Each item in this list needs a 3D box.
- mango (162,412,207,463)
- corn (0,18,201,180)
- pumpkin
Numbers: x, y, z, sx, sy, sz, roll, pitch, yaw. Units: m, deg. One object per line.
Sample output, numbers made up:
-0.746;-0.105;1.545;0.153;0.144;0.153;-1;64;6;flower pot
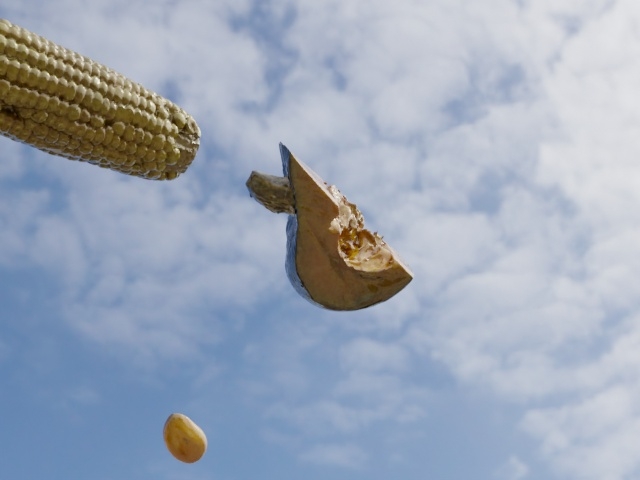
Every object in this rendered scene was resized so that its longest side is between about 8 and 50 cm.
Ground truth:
-0.201;0.290;1.539;0.060;0.046;0.089;-20;-65;-2;mango
-0.272;-0.144;1.094;0.322;0.119;0.119;23;-44;-38;corn
-0.006;-0.002;1.269;0.126;0.131;0.248;-41;-74;9;pumpkin
